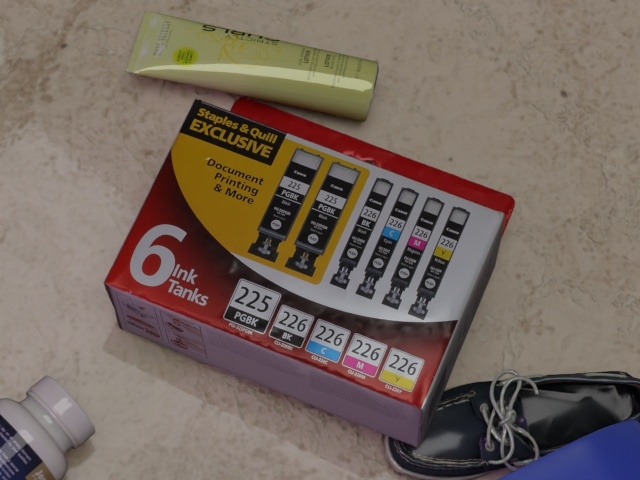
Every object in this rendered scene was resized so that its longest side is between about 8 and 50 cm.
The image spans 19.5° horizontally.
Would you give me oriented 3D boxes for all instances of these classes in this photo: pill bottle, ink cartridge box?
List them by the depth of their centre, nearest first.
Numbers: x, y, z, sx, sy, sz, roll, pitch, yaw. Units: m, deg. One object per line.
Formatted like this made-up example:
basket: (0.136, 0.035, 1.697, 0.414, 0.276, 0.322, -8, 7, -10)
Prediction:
pill bottle: (-0.287, 0.201, 1.661, 0.169, 0.094, 0.094, -41, 82, -16)
ink cartridge box: (0.000, 0.000, 1.718, 0.309, 0.130, 0.272, 20, 70, 9)

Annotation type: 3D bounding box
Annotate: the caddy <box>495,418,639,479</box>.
caddy: (0.192, 0.305, 1.616, 0.341, 0.241, 0.179, -24, 71, -13)

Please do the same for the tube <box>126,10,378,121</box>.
tube: (-0.065, -0.170, 1.822, 0.240, 0.070, 0.062, 12, 95, 0)

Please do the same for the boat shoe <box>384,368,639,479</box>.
boat shoe: (0.187, 0.170, 1.738, 0.254, 0.079, 0.095, -5, 77, -8)
